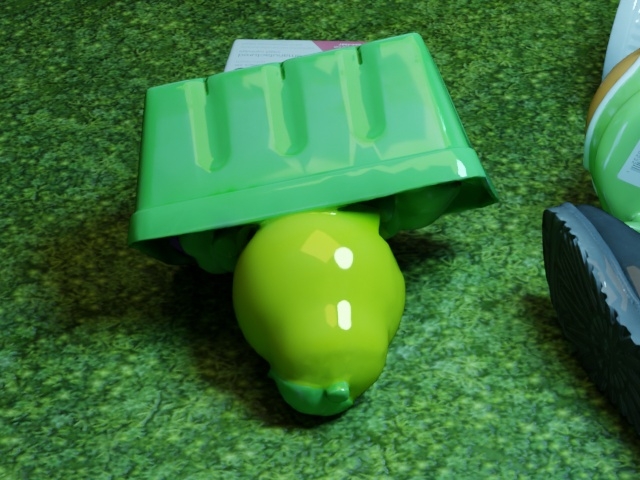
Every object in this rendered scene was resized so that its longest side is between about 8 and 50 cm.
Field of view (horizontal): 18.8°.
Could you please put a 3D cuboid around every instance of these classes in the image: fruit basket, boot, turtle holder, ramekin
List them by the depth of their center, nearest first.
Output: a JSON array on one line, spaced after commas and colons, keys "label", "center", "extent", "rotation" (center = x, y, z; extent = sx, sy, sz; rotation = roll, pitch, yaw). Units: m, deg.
[{"label": "boot", "center": [0.483, 0.052, 1.890], "extent": [0.445, 0.146, 0.367], "rotation": [-15, 43, -12]}, {"label": "fruit basket", "center": [0.000, 0.000, 1.965], "extent": [0.392, 0.392, 0.283], "rotation": [3, -5, 10]}, {"label": "turtle holder", "center": [0.437, -0.109, 2.073], "extent": [0.320, 0.243, 0.227], "rotation": [-6, 30, -3]}, {"label": "ramekin", "center": [0.426, -0.254, 2.356], "extent": [0.109, 0.207, 0.207], "rotation": [18, 36, 16]}]

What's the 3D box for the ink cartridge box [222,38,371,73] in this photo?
[{"label": "ink cartridge box", "center": [-0.020, -0.122, 2.245], "extent": [0.207, 0.117, 0.283], "rotation": [2, 32, 6]}]
